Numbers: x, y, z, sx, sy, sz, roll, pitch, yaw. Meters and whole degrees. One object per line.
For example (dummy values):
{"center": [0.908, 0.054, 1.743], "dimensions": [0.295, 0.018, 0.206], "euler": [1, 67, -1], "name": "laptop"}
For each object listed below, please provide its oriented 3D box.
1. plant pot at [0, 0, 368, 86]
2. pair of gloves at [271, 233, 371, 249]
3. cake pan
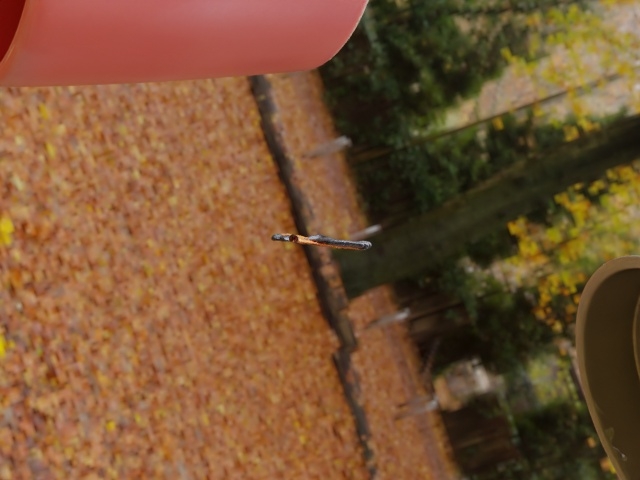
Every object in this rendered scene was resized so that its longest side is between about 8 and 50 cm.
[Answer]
{"center": [-0.105, -0.228, 0.828], "dimensions": [0.275, 0.243, 0.274], "euler": [-13, -105, 60], "name": "plant pot"}
{"center": [0.000, 0.000, 1.053], "dimensions": [0.083, 0.074, 0.010], "euler": [-175, -88, -67], "name": "pair of gloves"}
{"center": [0.306, 0.141, 0.924], "dimensions": [0.293, 0.054, 0.293], "euler": [56, -22, 35], "name": "cake pan"}
